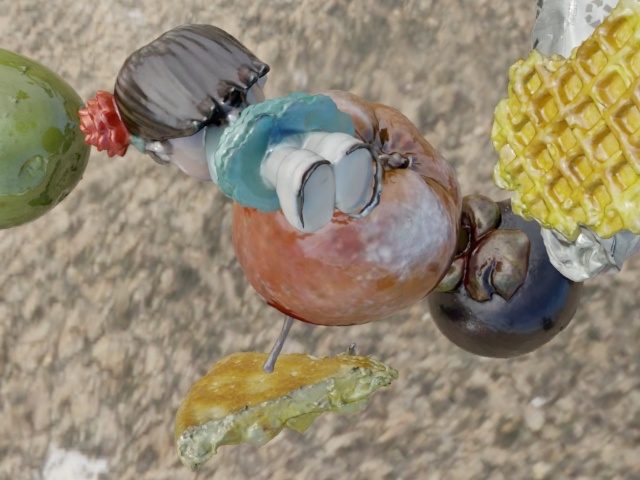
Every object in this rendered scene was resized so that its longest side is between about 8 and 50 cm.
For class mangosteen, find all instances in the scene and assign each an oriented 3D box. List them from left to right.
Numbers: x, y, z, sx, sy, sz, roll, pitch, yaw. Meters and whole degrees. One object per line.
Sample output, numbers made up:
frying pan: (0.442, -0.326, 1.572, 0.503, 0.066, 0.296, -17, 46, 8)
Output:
mangosteen: (0.211, 0.032, 1.522, 0.250, 0.211, 0.211, 35, 61, -35)

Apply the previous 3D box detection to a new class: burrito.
burrito: (0.129, -0.082, 0.570, 0.064, 0.064, 0.203, 1, 89, -11)

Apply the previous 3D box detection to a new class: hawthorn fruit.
hawthorn fruit: (0.012, -0.031, 1.217, 0.231, 0.263, 0.235, 45, 48, -40)

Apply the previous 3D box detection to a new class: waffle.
waffle: (0.089, -0.039, 0.405, 0.016, 0.085, 0.078, 4, 84, -36)

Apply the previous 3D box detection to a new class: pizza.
pizza: (-0.043, 0.204, 1.516, 0.287, 0.280, 0.075, -9, 105, 18)

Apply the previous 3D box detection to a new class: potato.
potato: (-0.404, -0.114, 1.319, 0.304, 0.216, 0.216, 4, 68, -12)

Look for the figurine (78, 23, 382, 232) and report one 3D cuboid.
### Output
figurine: (-0.069, -0.082, 0.896, 0.138, 0.110, 0.245, -26, 38, -30)
